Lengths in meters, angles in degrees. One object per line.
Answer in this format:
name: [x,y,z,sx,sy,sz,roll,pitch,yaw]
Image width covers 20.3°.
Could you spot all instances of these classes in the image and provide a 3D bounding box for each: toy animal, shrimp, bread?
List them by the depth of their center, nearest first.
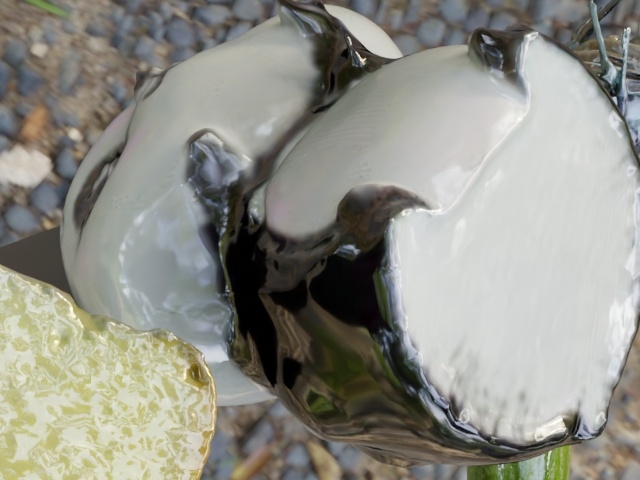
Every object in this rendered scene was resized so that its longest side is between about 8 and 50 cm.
bread: [-0.142,0.122,0.737,0.140,0.169,0.160,26,53,-12]
toy animal: [0.000,0.000,0.984,0.251,0.310,0.251,-8,101,-41]
shrimp: [0.250,-0.130,1.438,0.372,0.172,0.137,-31,79,-5]

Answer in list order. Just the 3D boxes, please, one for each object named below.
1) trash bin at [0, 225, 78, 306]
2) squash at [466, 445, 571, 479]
trash bin: [-0.194,0.072,1.303,0.165,0.225,0.115,-19,105,-5]
squash: [0.130,0.085,1.146,0.069,0.069,0.239,6,83,-25]
